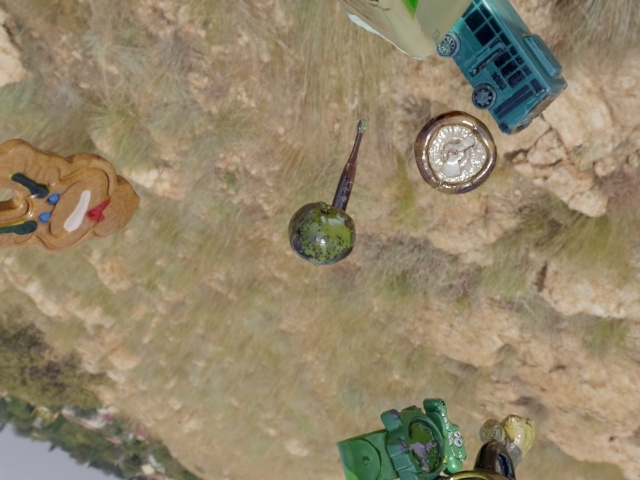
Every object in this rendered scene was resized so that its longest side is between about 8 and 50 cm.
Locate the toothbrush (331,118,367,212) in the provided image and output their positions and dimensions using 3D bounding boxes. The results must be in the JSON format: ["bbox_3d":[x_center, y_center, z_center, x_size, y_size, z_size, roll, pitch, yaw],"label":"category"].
[{"bbox_3d":[0.062,-0.134,1.464,0.040,0.364,0.041,17,174,2],"label":"toothbrush"}]

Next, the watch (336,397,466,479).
[{"bbox_3d":[0.115,0.321,0.864,0.165,0.131,0.152,1,154,-45],"label":"watch"}]

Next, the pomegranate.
[{"bbox_3d":[0.002,-0.012,1.174,0.138,0.126,0.163,9,174,-1],"label":"pomegranate"}]

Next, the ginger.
[{"bbox_3d":[0.318,0.446,1.079,0.117,0.065,0.299,2,114,-18],"label":"ginger"}]

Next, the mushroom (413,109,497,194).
[{"bbox_3d":[0.197,-0.129,0.851,0.123,0.052,0.123,4,110,11],"label":"mushroom"}]

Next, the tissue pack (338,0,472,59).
[{"bbox_3d":[0.135,-0.449,0.752,0.205,0.332,0.405,40,-165,10],"label":"tissue pack"}]

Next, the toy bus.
[{"bbox_3d":[0.332,-0.335,1.069,0.147,0.128,0.256,-39,79,40],"label":"toy bus"}]

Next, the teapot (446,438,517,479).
[{"bbox_3d":[0.250,0.435,0.860,0.173,0.269,0.183,-13,120,38],"label":"teapot"}]

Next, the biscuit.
[{"bbox_3d":[-0.442,-0.063,0.993,0.047,0.202,0.333,39,-167,20],"label":"biscuit"}]
